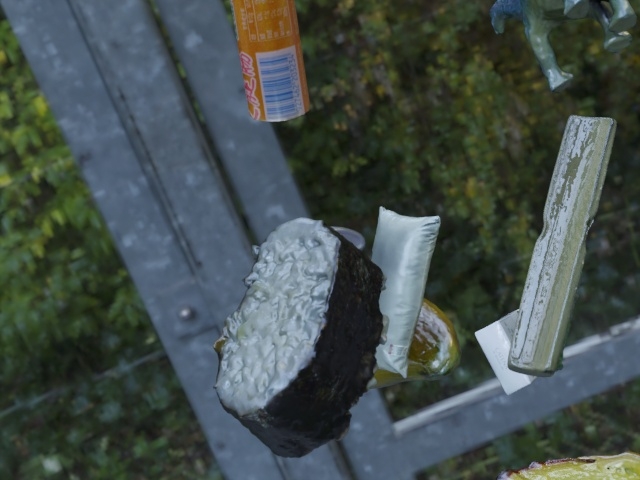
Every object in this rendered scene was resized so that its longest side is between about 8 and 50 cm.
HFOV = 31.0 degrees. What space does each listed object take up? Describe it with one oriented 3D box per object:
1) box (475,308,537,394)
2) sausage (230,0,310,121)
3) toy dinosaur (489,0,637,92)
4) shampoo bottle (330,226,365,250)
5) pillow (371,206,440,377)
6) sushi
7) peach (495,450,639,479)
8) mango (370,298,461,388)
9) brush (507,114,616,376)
[{"bbox_3d":[0.240,0.133,1.418,0.040,0.084,0.154,-32,-8,21],"label":"box"},{"bbox_3d":[-0.081,-0.328,1.632,0.093,0.312,0.093,-7,25,3],"label":"sausage"},{"bbox_3d":[0.205,-0.227,0.978,0.077,0.147,0.363,-20,-18,-9],"label":"toy dinosaur"},{"bbox_3d":[0.000,0.000,1.806,0.080,0.040,0.165,11,-5,-28],"label":"shampoo bottle"},{"bbox_3d":[0.108,0.073,1.769,0.078,0.254,0.144,8,7,-30],"label":"pillow"},{"bbox_3d":[-0.010,0.063,0.755,0.091,0.078,0.150,-10,51,35],"label":"sushi"},{"bbox_3d":[0.447,0.471,1.813,0.362,0.201,0.257,-9,19,-1],"label":"peach"},{"bbox_3d":[0.096,0.160,1.910,0.316,0.146,0.192,6,53,39],"label":"mango"},{"bbox_3d":[0.250,0.005,1.179,0.054,0.048,0.282,8,74,29],"label":"brush"}]
